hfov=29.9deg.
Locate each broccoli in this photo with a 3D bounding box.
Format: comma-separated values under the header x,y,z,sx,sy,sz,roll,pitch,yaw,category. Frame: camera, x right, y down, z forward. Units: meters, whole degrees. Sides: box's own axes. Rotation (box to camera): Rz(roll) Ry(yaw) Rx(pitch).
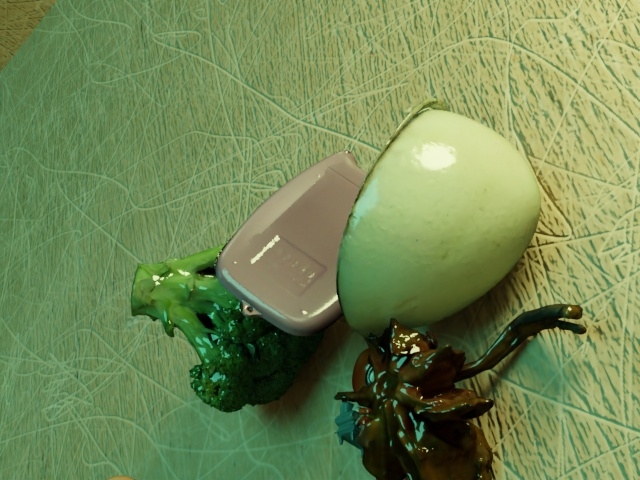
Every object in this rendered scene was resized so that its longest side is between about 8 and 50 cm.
x,y,z,sx,sy,sz,roll,pitch,yaw,category
-0.125,0.100,1.623,0.270,0.270,0.270,-164,90,-82,broccoli

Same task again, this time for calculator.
x,y,z,sx,sy,sz,roll,pitch,yaw,category
0.000,-0.001,1.530,0.194,0.043,0.294,35,59,20,calculator

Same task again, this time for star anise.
x,y,z,sx,sy,sz,roll,pitch,yaw,category
0.150,0.175,1.326,0.346,0.148,0.237,-45,60,21,star anise

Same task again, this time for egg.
x,y,z,sx,sy,sz,roll,pitch,yaw,category
0.144,-0.003,1.383,0.174,0.264,0.286,26,82,25,egg

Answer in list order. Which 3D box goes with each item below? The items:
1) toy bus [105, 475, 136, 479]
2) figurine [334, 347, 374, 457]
x,y,z,sx,sy,sz,roll,pitch,yaw,category
-0.231,0.431,1.553,0.232,0.288,0.194,-44,31,-1,toy bus
0.065,0.195,1.486,0.075,0.068,0.140,-27,41,49,figurine
